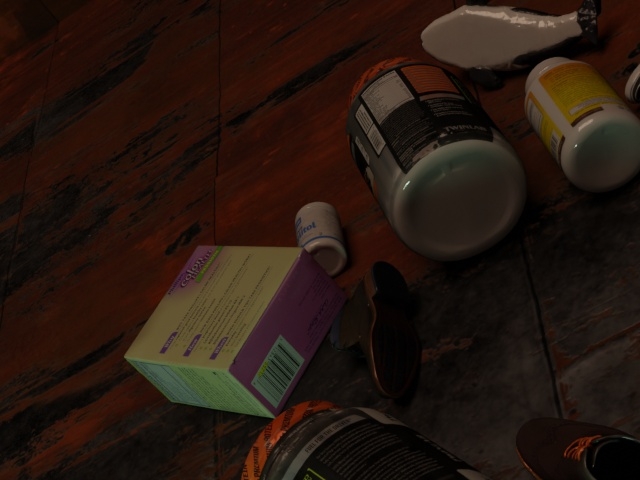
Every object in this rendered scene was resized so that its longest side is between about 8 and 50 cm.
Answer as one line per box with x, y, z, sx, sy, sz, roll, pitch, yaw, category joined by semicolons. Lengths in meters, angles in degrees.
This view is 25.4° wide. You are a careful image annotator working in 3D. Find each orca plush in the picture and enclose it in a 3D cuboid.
0.297;-0.325;2.135;0.287;0.151;0.102;-19;7;36;orca plush

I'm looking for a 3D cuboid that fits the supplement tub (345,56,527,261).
0.148;-0.125;1.961;0.193;0.193;0.316;-36;31;8;supplement tub

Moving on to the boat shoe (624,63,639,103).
0.467;-0.231;1.886;0.142;0.049;0.040;-41;32;-3;boat shoe

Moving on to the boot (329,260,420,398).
0.068;0.140;1.863;0.106;0.082;0.219;-46;28;37;boot

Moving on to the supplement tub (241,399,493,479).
0.076;0.304;1.465;0.207;0.207;0.338;-49;42;-12;supplement tub

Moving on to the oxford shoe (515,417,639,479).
0.292;0.225;1.468;0.097;0.098;0.271;-52;33;-16;oxford shoe

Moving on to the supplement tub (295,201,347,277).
0.000;0.000;2.085;0.071;0.071;0.107;-32;33;15;supplement tub

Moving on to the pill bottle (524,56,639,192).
0.341;-0.161;1.868;0.117;0.117;0.215;-35;33;10;pill bottle

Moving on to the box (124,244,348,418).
-0.121;0.125;2.020;0.243;0.117;0.214;1;51;47;box
